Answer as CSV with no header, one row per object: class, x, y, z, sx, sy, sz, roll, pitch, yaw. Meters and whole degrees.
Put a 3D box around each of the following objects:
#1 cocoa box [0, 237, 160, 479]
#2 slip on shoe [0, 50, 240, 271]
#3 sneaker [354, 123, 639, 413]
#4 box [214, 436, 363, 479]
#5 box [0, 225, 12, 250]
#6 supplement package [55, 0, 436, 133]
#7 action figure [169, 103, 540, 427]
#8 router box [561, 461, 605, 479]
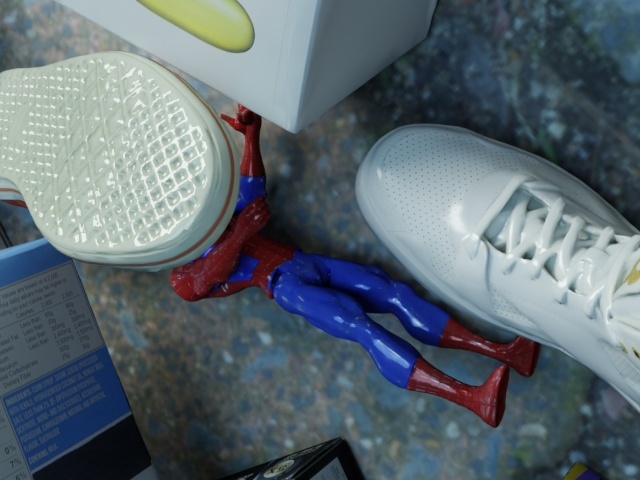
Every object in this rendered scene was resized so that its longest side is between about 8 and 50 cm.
cocoa box,-0.318,0.164,0.808,0.347,0.231,0.228,-17,95,31
slip on shoe,-0.129,-0.046,0.761,0.331,0.101,0.123,15,82,57
sneaker,0.147,0.009,0.639,0.292,0.169,0.108,34,78,10
box,-0.020,0.248,0.861,0.147,0.077,0.180,-24,91,32
box,-0.298,0.086,0.964,0.169,0.087,0.290,-29,89,32
supplement package,-0.040,-0.206,0.680,0.203,0.149,0.194,30,134,19
action figure,0.000,0.000,0.770,0.280,0.091,0.139,18,127,23
router box,0.184,0.332,0.769,0.243,0.081,0.309,33,117,17
